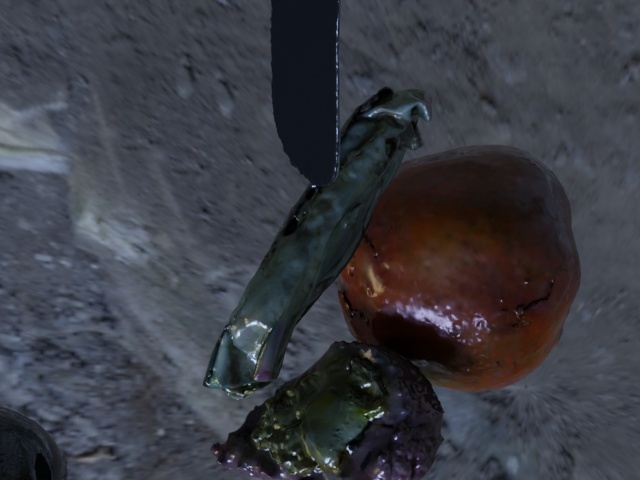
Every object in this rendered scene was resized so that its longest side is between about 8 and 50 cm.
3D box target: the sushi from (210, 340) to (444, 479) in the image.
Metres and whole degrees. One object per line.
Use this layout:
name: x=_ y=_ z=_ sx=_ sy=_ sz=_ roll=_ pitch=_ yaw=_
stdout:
sushi: x=0.011 y=0.181 z=1.682 sx=0.241 sy=0.107 sz=0.161 roll=6 pitch=72 yaw=39

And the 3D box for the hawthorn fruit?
hawthorn fruit: x=0.117 y=0.028 z=1.760 sx=0.307 sy=0.276 sz=0.276 roll=1 pitch=85 yaw=-1

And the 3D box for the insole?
insole: x=-0.006 y=-0.171 z=0.875 sx=0.007 sy=0.109 sz=0.322 roll=-17 pitch=127 yaw=-24

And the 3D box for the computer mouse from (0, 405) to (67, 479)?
computer mouse: x=-0.333 y=0.255 z=1.513 sx=0.170 sy=0.100 sz=0.269 roll=9 pitch=53 yaw=2

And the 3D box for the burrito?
burrito: x=-0.002 y=0.000 z=1.376 sx=0.066 sy=0.096 sz=0.309 roll=31 pitch=78 yaw=8
